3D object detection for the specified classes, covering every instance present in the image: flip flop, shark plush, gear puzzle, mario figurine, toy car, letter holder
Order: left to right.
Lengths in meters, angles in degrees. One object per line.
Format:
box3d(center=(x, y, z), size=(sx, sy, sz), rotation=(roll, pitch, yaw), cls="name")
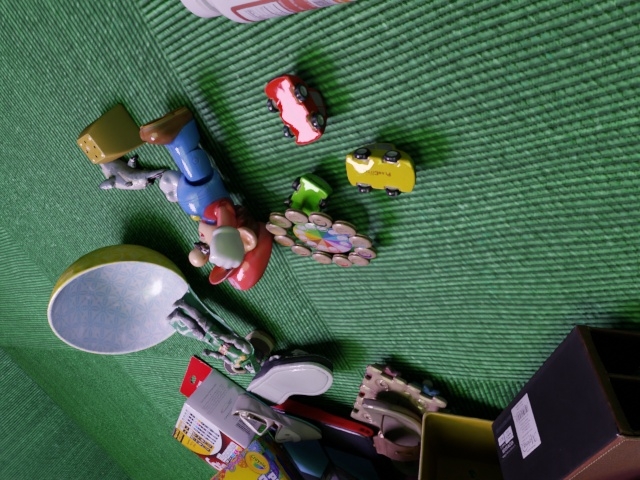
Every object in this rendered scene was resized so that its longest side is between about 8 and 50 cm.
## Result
box3d(center=(-0.366, -0.132, 0.961), size=(0.161, 0.073, 0.067), rotation=(6, 100, 36), cls="shark plush")
box3d(center=(-0.204, -0.045, 0.825), size=(0.170, 0.198, 0.320), rotation=(-20, 110, 20), cls="mario figurine")
box3d(center=(0.006, -0.104, 0.729), size=(0.239, 0.053, 0.225), rotation=(36, 139, 3), cls="toy car")
box3d(center=(0.156, 0.367, 1.058), size=(0.176, 0.044, 0.338), rotation=(24, 139, 13), cls="gear puzzle")
box3d(center=(0.152, 0.411, 1.005), size=(0.112, 0.080, 0.276), rotation=(5, 132, 31), cls="flip flop")
box3d(center=(0.417, 0.276, 0.714), size=(0.215, 0.151, 0.301), rotation=(6, 135, -4), cls="letter holder")

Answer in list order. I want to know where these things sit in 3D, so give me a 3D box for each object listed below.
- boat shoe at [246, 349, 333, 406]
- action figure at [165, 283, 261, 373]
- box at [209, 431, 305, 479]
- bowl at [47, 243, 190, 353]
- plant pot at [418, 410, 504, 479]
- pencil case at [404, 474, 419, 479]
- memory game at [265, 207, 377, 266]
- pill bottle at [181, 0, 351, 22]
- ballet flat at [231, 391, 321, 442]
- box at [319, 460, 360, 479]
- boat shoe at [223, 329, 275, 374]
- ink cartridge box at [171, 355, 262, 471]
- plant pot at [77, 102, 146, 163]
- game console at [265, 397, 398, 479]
box3d(center=(-0.065, 0.284, 1.091), size=(0.114, 0.091, 0.303), rotation=(40, 139, -18), cls="boat shoe")
box3d(center=(-0.223, 0.211, 1.077), size=(0.232, 0.063, 0.137), rotation=(35, 126, 4), cls="action figure")
box3d(center=(-0.108, 0.613, 1.125), size=(0.290, 0.177, 0.279), rotation=(48, 167, 12), cls="box")
box3d(center=(-0.445, 0.104, 1.121), size=(0.156, 0.290, 0.289), rotation=(-118, 21, -45), cls="bowl")
box3d(center=(0.286, 0.459, 0.912), size=(0.213, 0.212, 0.187), rotation=(5, 146, 13), cls="plant pot")
box3d(center=(0.284, 0.602, 1.132), size=(0.209, 0.098, 0.095), rotation=(34, 138, 5), cls="pencil case")
box3d(center=(0.000, 0.000, 0.799), size=(0.186, 0.012, 0.186), rotation=(15, 157, 6), cls="memory game")
box3d(center=(-0.055, -0.307, 0.539), size=(0.216, 0.121, 0.121), rotation=(5, 129, 31), cls="pill bottle")
box3d(center=(-0.103, 0.420, 1.132), size=(0.213, 0.068, 0.072), rotation=(24, 144, 8), cls="ballet flat")
box3d(center=(0.146, 0.601, 1.014), size=(0.319, 0.097, 0.395), rotation=(28, 165, 5), cls="box")
box3d(center=(-0.186, 0.279, 1.183), size=(0.080, 0.073, 0.223), rotation=(45, 136, -4), cls="boat shoe")
box3d(center=(-0.320, 0.508, 1.438), size=(0.272, 0.130, 0.309), rotation=(35, 138, 5), cls="ink cartridge box")
box3d(center=(-0.385, -0.184, 0.902), size=(0.081, 0.083, 0.081), rotation=(-12, 118, 41), cls="plant pot")
box3d(center=(0.031, 0.548, 1.258), size=(0.342, 0.060, 0.386), rotation=(7, 133, 37), cls="game console")
